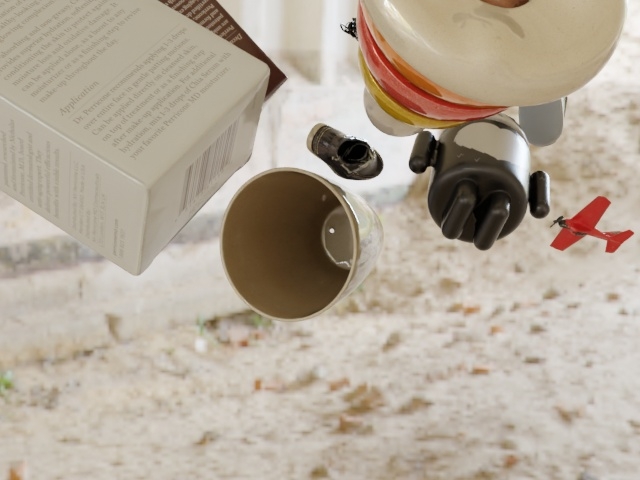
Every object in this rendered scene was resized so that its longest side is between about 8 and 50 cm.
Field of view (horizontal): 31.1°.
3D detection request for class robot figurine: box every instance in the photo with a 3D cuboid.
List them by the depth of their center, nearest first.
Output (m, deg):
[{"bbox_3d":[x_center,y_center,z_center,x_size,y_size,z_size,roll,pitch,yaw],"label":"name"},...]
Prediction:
[{"bbox_3d":[0.274,-0.110,1.966,0.173,0.209,0.278,-23,30,28],"label":"robot figurine"}]

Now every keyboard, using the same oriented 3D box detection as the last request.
[{"bbox_3d":[0.094,-0.329,1.827,0.100,0.038,0.192,-2,3,15],"label":"keyboard"}]

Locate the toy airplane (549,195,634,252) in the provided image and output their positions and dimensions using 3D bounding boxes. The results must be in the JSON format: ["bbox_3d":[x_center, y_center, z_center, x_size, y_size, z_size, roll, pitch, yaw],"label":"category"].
[{"bbox_3d":[0.444,-0.014,1.877,0.151,0.028,0.151,-2,-35,-1],"label":"toy airplane"}]

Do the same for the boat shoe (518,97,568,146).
[{"bbox_3d":[0.416,-0.331,2.109,0.113,0.307,0.105,-3,14,19],"label":"boat shoe"}]

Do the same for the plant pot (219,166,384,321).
[{"bbox_3d":[0.000,0.000,2.015,0.256,0.257,0.274,5,5,25],"label":"plant pot"}]

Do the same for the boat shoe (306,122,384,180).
[{"bbox_3d":[0.055,-0.136,1.901,0.065,0.075,0.206,28,3,35],"label":"boat shoe"}]

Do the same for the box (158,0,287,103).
[{"bbox_3d":[-0.237,-0.293,1.567,0.143,0.381,0.191,-42,3,-21],"label":"box"}]

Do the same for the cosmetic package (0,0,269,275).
[{"bbox_3d":[-0.310,-0.186,1.259,0.453,0.162,0.230,32,52,11],"label":"cosmetic package"}]

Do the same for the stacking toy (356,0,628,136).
[{"bbox_3d":[0.153,-0.260,1.540,0.350,0.351,0.480,-2,-18,-17],"label":"stacking toy"}]
